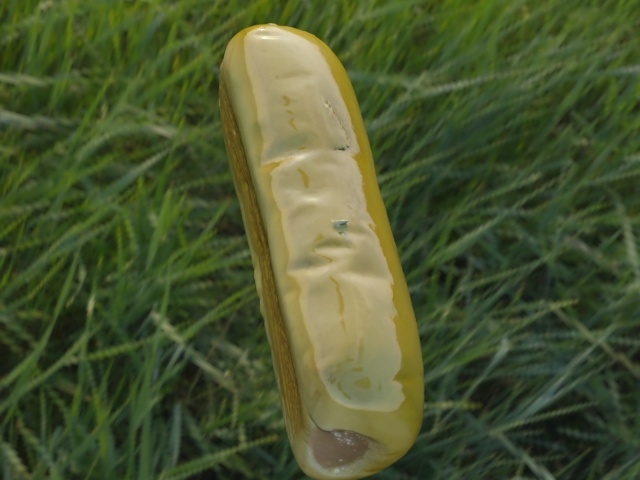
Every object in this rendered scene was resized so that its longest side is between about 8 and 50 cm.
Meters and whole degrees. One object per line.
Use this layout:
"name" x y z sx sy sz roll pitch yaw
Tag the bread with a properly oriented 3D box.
"bread" 0.000 0.000 1.011 0.091 0.142 0.305 -5 59 -15
